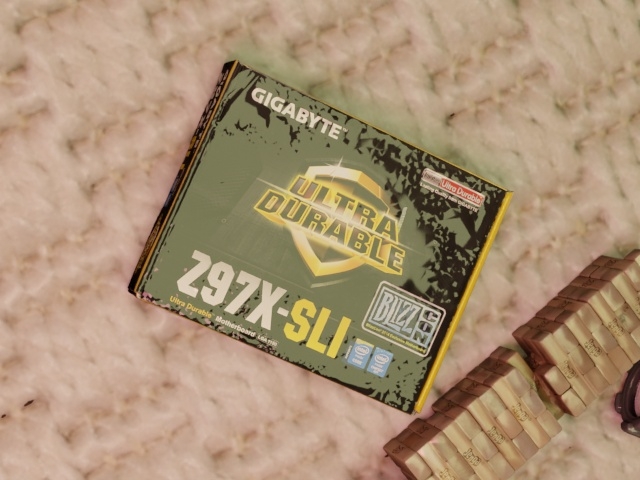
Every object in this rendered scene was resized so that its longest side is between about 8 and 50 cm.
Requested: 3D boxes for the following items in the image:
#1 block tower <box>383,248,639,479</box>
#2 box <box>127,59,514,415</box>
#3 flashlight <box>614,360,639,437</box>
[{"bbox_3d":[0.227,0.147,1.715,0.335,0.097,0.091,-39,101,-8],"label":"block tower"},{"bbox_3d":[0.000,0.000,1.657,0.322,0.079,0.257,25,88,-14],"label":"box"},{"bbox_3d":[0.475,0.205,1.777,0.304,0.103,0.103,19,85,-13],"label":"flashlight"}]
